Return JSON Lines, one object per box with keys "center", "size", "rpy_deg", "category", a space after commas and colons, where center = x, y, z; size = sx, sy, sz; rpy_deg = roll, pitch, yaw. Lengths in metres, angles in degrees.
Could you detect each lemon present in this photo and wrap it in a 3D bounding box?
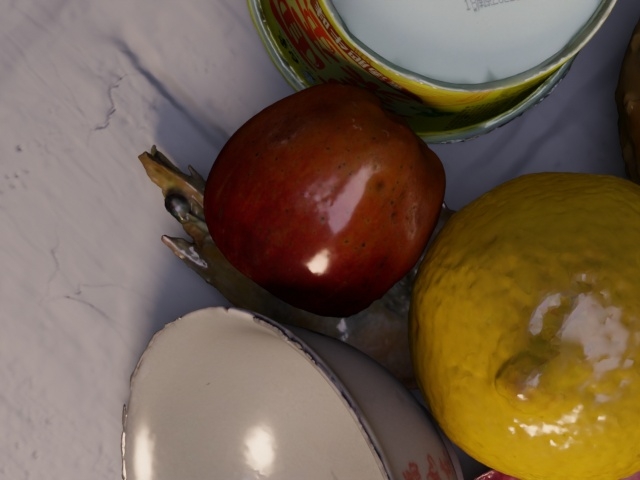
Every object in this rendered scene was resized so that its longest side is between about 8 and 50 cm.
{"center": [0.177, 0.065, 1.125], "size": [0.228, 0.253, 0.228], "rpy_deg": [0, 106, 1], "category": "lemon"}

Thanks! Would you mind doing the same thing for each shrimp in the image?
{"center": [0.000, 0.000, 1.261], "size": [0.317, 0.077, 0.168], "rpy_deg": [34, 81, -10], "category": "shrimp"}

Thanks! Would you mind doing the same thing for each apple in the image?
{"center": [0.004, -0.034, 1.136], "size": [0.147, 0.156, 0.158], "rpy_deg": [14, 117, -47], "category": "apple"}

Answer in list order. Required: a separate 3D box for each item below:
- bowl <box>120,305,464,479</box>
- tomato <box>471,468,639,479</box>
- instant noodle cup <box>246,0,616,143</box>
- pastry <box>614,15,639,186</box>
{"center": [0.008, 0.201, 1.192], "size": [0.157, 0.345, 0.345], "rpy_deg": [-15, 96, -39], "category": "bowl"}
{"center": [0.228, 0.303, 1.242], "size": [0.290, 0.176, 0.335], "rpy_deg": [27, 99, 28], "category": "tomato"}
{"center": [0.091, -0.225, 1.173], "size": [0.311, 0.221, 0.311], "rpy_deg": [0, 93, -5], "category": "instant noodle cup"}
{"center": [0.377, -0.096, 1.219], "size": [0.284, 0.184, 0.315], "rpy_deg": [-17, 99, 17], "category": "pastry"}
